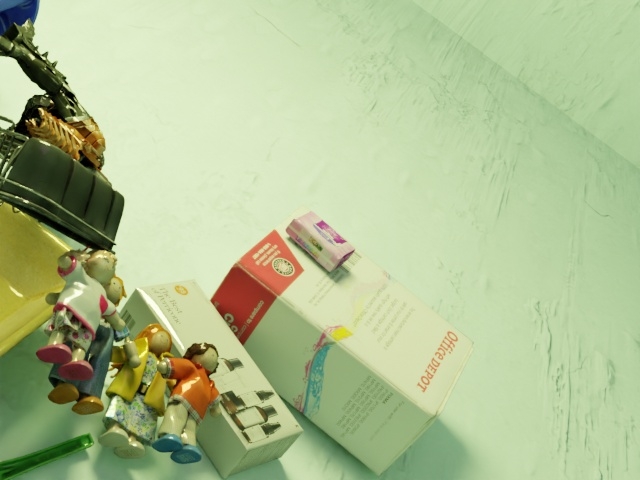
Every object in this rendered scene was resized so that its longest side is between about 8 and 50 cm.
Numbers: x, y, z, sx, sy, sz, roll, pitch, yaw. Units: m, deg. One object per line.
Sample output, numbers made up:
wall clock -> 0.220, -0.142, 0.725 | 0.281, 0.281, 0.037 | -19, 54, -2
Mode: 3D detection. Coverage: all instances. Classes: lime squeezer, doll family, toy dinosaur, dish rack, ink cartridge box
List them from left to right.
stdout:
lime squeezer -> -0.301, 0.199, 0.895 | 0.059, 0.110, 0.310 | 46, -1, 12
dish rack -> -0.338, -0.078, 1.015 | 0.272, 0.074, 0.208 | 20, -10, 15
toy dinosaur -> -0.318, -0.135, 1.204 | 0.218, 0.322, 0.164 | 45, 61, -10
doll family -> -0.213, 0.115, 1.058 | 0.263, 0.118, 0.163 | 49, 35, -34
ink cartridge box -> 0.024, 0.122, 1.330 | 0.306, 0.131, 0.226 | 40, 29, 5

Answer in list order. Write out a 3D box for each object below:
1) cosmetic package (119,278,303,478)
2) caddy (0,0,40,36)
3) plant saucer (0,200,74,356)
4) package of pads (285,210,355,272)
cosmetic package -> -0.129, 0.153, 1.188 | 0.099, 0.060, 0.239 | -6, 51, -52
caddy -> -0.525, -0.370, 1.314 | 0.341, 0.241, 0.179 | 42, 35, -9
plant saucer -> -0.440, 0.022, 1.015 | 0.333, 0.081, 0.333 | 38, 29, 2
package of pads -> 0.000, 0.000, 1.316 | 0.083, 0.032, 0.050 | 41, 31, 12
